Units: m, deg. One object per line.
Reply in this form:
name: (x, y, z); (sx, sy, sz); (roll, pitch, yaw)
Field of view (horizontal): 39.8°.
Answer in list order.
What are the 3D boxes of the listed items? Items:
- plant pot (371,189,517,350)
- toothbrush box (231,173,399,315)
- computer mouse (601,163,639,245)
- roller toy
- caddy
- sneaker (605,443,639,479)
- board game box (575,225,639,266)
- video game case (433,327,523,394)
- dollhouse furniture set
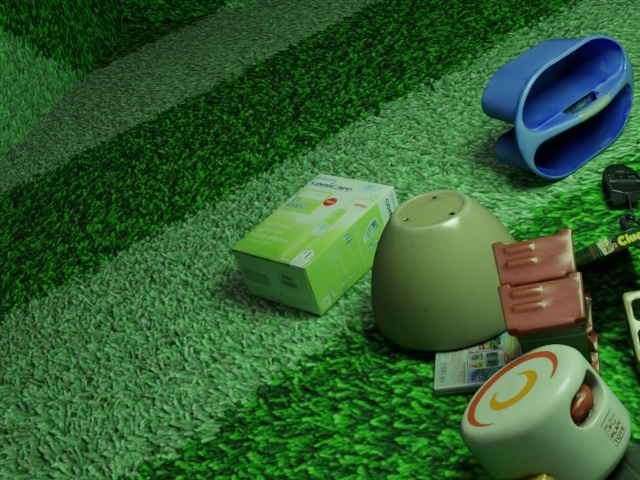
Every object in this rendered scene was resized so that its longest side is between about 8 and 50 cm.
plant pot: (0.207, 0.026, 1.512); (0.284, 0.191, 0.284); (-15, 26, 8)
toothbrush box: (0.000, 0.000, 1.757); (0.206, 0.122, 0.283); (14, 43, 42)
computer mouse: (0.567, -0.062, 1.626); (0.071, 0.041, 0.242); (2, 39, 3)
roller toy: (0.295, 0.245, 1.148); (0.191, 0.146, 0.209); (-40, 7, 5)
caddy: (0.495, -0.274, 1.797); (0.341, 0.241, 0.179); (-34, 28, -22)
sneaker: (0.352, 0.345, 1.086); (0.222, 0.083, 0.118); (-33, 14, -9)
board game box: (0.472, 0.008, 1.424); (0.136, 0.030, 0.260); (-22, -7, -3)
video game case: (0.257, 0.183, 1.427); (0.143, 0.019, 0.157); (-9, 32, 16)
dollhouse furniture set: (0.453, 0.083, 1.260); (0.374, 0.201, 0.152); (-10, 54, 16)
